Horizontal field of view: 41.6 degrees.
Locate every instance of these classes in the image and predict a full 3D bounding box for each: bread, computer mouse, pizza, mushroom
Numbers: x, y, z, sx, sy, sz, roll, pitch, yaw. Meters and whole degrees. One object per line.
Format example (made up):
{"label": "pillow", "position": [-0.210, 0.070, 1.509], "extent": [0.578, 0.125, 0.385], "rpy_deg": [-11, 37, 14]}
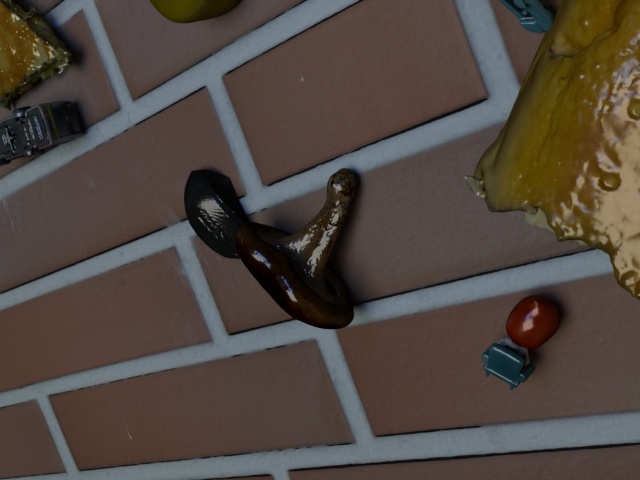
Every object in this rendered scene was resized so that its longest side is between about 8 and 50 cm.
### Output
{"label": "bread", "position": [0.350, -0.129, 0.826], "extent": [0.361, 0.250, 0.394], "rpy_deg": [32, 122, 24]}
{"label": "computer mouse", "position": [-0.175, -0.041, 1.394], "extent": [0.099, 0.057, 0.172], "rpy_deg": [-35, 85, 33]}
{"label": "pizza", "position": [-0.552, -0.353, 1.569], "extent": [0.288, 0.075, 0.279], "rpy_deg": [21, 122, 29]}
{"label": "mushroom", "position": [0.000, 0.000, 1.246], "extent": [0.227, 0.148, 0.217], "rpy_deg": [43, 112, 11]}

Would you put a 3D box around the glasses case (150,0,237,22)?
{"label": "glasses case", "position": [-0.239, -0.502, 1.221], "extent": [0.173, 0.141, 0.371], "rpy_deg": [-29, 88, 40]}

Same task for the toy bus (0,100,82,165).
{"label": "toy bus", "position": [-0.561, -0.201, 1.605], "extent": [0.268, 0.106, 0.092], "rpy_deg": [-8, 101, 42]}

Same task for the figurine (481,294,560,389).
{"label": "figurine", "position": [0.264, 0.128, 1.104], "extent": [0.068, 0.075, 0.140], "rpy_deg": [33, 126, 25]}

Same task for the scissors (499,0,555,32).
{"label": "scissors", "position": [0.124, -0.334, 0.897], "extent": [0.180, 0.393, 0.032], "rpy_deg": [-2, 63, 53]}
